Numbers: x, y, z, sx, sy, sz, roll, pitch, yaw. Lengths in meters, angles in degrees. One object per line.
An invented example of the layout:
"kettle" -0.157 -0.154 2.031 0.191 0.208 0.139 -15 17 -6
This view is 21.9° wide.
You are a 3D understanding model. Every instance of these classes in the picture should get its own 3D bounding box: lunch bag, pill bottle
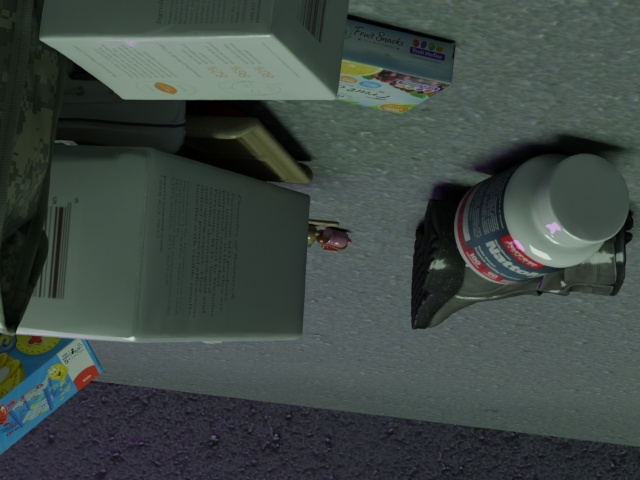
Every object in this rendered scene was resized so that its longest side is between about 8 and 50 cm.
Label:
"lunch bag" -0.319 -0.069 1.219 0.235 0.287 0.169 6 167 3
"pill bottle" 0.206 -0.023 1.536 0.108 0.108 0.180 11 167 -17

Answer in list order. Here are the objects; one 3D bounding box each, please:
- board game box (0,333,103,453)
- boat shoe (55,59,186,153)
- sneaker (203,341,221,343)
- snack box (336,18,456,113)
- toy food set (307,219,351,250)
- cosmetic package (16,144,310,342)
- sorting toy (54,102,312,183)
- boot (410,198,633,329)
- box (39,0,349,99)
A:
"board game box" -0.466 0.137 1.925 0.308 0.302 0.086 39 160 32
"boat shoe" -0.225 -0.126 1.411 0.226 0.076 0.083 5 -166 -16
"sneaker" -0.270 0.029 2.065 0.315 0.127 0.182 22 166 -27
"snack box" 0.020 -0.138 1.280 0.141 0.037 0.100 11 169 -18
"toy food set" 0.000 0.000 1.967 0.078 0.019 0.122 6 168 9
"cosmetic package" -0.181 0.009 1.540 0.230 0.161 0.453 3 177 15
"sorting toy" -0.179 -0.100 1.590 0.307 0.041 0.229 4 172 15
"boot" 0.216 0.037 1.809 0.223 0.118 0.338 2 172 -1
"box" -0.083 -0.158 1.127 0.170 0.091 0.130 3 167 21
